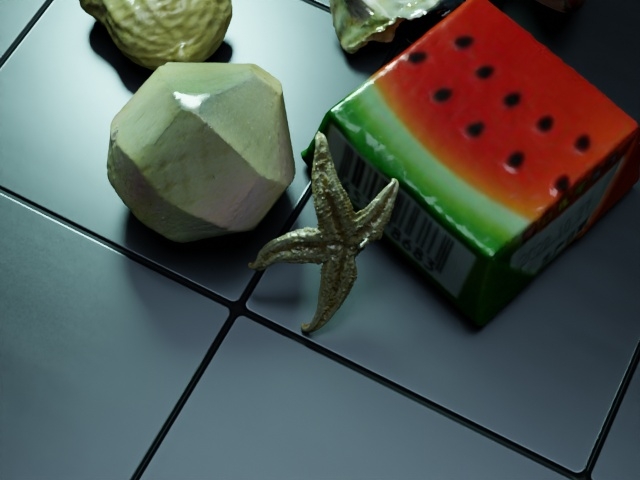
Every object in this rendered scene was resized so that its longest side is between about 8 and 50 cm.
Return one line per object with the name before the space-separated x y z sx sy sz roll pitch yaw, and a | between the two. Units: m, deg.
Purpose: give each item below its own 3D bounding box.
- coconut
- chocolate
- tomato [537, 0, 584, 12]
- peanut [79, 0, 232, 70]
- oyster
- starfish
coconut | -0.150 -0.132 1.618 0.259 0.259 0.259 1 63 -2
chocolate | 0.211 -0.128 1.662 0.341 0.161 0.360 -40 71 -19
tomato | 0.330 -0.479 1.793 0.170 0.309 0.309 17 63 20
peanut | -0.239 -0.349 1.786 0.196 0.110 0.233 -31 67 -16
oyster | 0.136 -0.420 1.841 0.238 0.115 0.351 35 72 5
starfish | -0.002 0.000 1.565 0.138 0.050 0.247 28 104 -3
